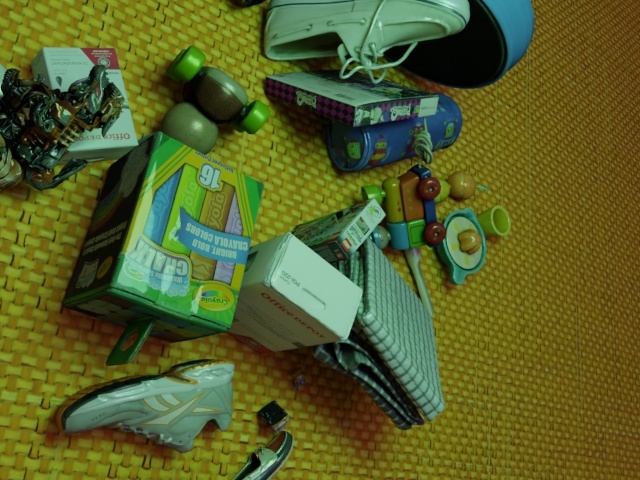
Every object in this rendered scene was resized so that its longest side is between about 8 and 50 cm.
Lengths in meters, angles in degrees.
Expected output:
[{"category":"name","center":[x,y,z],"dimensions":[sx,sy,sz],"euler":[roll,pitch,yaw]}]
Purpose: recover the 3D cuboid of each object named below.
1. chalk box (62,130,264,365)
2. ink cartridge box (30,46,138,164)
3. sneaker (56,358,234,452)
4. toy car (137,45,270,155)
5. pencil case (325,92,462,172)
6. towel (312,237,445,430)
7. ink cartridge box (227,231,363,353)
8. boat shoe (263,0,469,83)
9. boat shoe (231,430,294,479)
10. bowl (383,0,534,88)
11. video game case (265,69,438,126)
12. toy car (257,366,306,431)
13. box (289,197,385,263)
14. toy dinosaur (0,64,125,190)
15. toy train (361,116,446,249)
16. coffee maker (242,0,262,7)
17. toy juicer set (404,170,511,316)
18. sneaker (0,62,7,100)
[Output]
[{"category":"chalk box","center":[-0.220,0.035,0.943],"dimensions":[0.179,0.180,0.289],"euler":[25,66,-32]},{"category":"ink cartridge box","center":[-0.335,-0.192,0.980],"dimensions":[0.109,0.063,0.151],"euler":[-13,87,-40]},{"category":"sneaker","center":[-0.224,0.242,0.943],"dimensions":[0.262,0.099,0.121],"euler":[-6,87,-38]},{"category":"toy car","center":[-0.202,-0.178,1.071],"dimensions":[0.155,0.149,0.188],"euler":[38,87,-22]},{"category":"pencil case","center":[0.140,-0.214,1.334],"dimensions":[0.306,0.133,0.119],"euler":[-18,126,-40]},{"category":"towel","center":[0.095,0.151,1.140],"dimensions":[0.235,0.121,0.284],"euler":[51,20,-23]},{"category":"ink cartridge box","center":[-0.070,0.086,1.023],"dimensions":[0.158,0.217,0.092],"euler":[39,58,-26]},{"category":"boat shoe","center":[0.065,-0.343,1.177],"dimensions":[0.136,0.366,0.157],"euler":[43,55,-68]},{"category":"boat shoe","center":[-0.092,0.344,1.055],"dimensions":[0.043,0.049,0.137],"euler":[51,58,-15]},{"category":"bowl","center":[0.199,-0.428,1.274],"dimensions":[0.391,0.391,0.077],"euler":[39,76,-25]},{"category":"video game case","center":[0.053,-0.258,1.215],"dimensions":[0.210,0.232,0.042],"euler":[-17,123,-40]},{"category":"toy car","center":[-0.047,0.262,1.103],"dimensions":[0.122,0.060,0.041],"euler":[-42,121,-35]},{"category":"box","center":[0.000,0.000,1.108],"dimensions":[0.036,0.207,0.114],"euler":[54,52,-15]},{"category":"toy dinosaur","center":[-0.404,-0.133,0.830],"dimensions":[0.322,0.164,0.218],"euler":[-47,134,-28]},{"category":"toy train","center":[0.139,-0.098,1.265],"dimensions":[0.143,0.105,0.248],"euler":[-13,110,-8]},{"category":"coffee maker","center":[-0.123,-0.516,1.197],"dimensions":[0.171,0.120,0.178],"euler":[-46,109,-37]},{"category":"toy juicer set","center":[0.272,-0.024,1.411],"dimensions":[0.329,0.089,0.209],"euler":[-44,107,-37]},{"category":"sneaker","center":[-0.476,-0.266,0.872],"dimensions":[0.237,0.086,0.085],"euler":[54,51,-17]}]
